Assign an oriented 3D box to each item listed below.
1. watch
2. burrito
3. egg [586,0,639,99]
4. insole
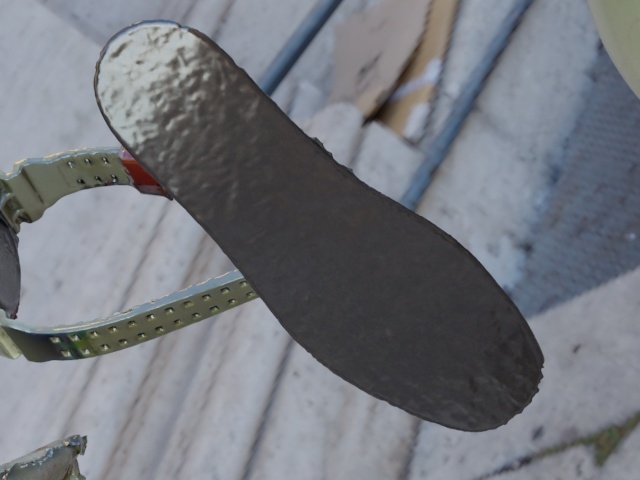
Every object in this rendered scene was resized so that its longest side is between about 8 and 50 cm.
[{"bbox_3d":[-0.147,0.000,1.007,0.268,0.102,0.165,-17,56,3],"label":"watch"},{"bbox_3d":[-0.243,0.199,1.080,0.042,0.051,0.171,-4,8,26],"label":"burrito"},{"bbox_3d":[0.255,-0.163,0.825,0.186,0.242,0.186,-14,10,3],"label":"egg"},{"bbox_3d":[0.000,0.000,0.782,0.111,0.328,0.007,-44,14,13],"label":"insole"}]
